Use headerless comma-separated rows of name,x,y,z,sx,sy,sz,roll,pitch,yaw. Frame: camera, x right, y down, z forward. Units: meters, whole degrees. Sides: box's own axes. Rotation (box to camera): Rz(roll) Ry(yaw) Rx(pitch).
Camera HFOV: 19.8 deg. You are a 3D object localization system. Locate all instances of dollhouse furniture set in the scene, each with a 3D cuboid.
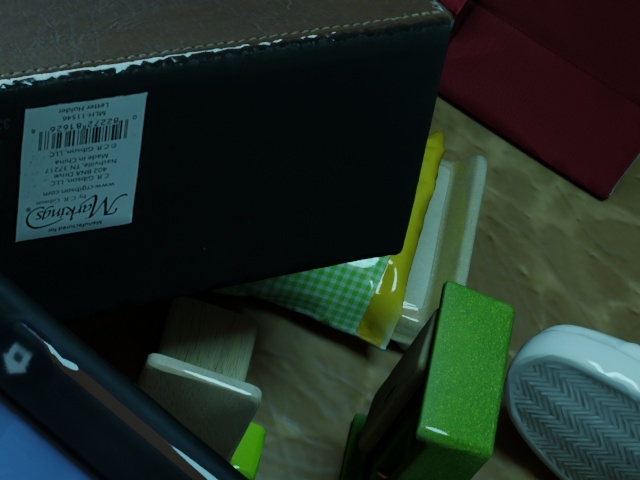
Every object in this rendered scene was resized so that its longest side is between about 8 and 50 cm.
dollhouse furniture set,0.000,0.000,1.044,0.197,0.151,0.302,19,52,-7

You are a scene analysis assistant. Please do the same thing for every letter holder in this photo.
letter holder,-0.123,-0.088,0.936,0.301,0.152,0.214,-11,43,-25

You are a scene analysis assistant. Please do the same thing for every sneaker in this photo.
sneaker,0.251,0.100,1.105,0.292,0.108,0.169,32,50,-10

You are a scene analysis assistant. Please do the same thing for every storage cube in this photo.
storage cube,0.182,-0.184,1.217,0.193,0.184,0.215,34,52,4

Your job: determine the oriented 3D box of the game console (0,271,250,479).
game console,-0.208,0.166,0.768,0.386,0.342,0.060,39,16,8
